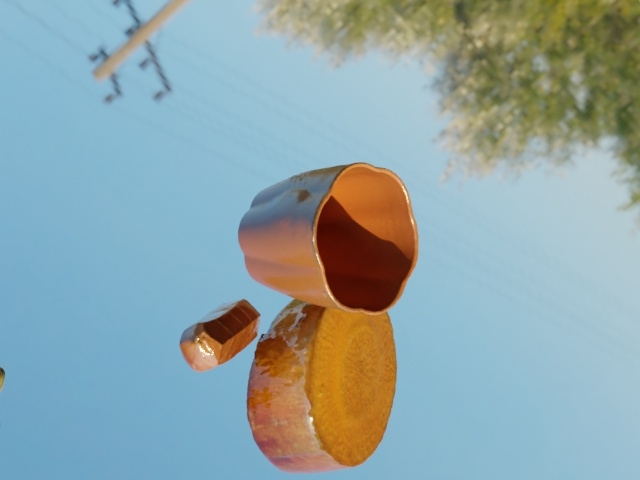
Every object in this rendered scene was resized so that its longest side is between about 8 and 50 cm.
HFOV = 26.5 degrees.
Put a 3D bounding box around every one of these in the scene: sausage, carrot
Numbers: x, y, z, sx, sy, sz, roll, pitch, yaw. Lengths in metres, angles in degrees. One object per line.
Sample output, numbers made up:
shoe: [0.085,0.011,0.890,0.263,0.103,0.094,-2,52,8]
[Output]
sausage: [-0.125,0.117,1.648,0.065,0.065,0.169,49,-160,3]
carrot: [0.015,0.180,1.814,0.307,0.100,0.258,-26,-64,-61]

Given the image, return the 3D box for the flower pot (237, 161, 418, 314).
flower pot: [0.000,0.000,1.682,0.190,0.173,0.191,2,-92,-45]

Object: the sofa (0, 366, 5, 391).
sofa: [-0.468,0.280,1.583,0.200,0.258,0.182,-1,-130,-19]
